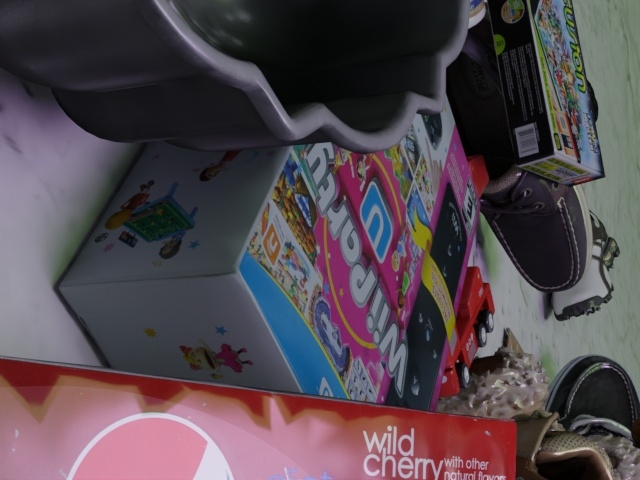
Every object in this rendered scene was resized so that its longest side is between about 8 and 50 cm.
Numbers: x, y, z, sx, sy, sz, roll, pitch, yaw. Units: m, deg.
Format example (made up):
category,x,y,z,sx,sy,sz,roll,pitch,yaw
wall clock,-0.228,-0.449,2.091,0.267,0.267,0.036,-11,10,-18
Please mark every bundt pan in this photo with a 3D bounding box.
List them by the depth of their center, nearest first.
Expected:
category,x,y,z,sx,sy,sz,roll,pitch,yaw
bundt pan,-0.064,-0.181,0.467,0.331,0.124,0.331,30,54,-51

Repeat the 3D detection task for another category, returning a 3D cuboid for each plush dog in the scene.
category,x,y,z,sx,sy,sz,roll,pitch,yaw
plush dog,0.193,0.219,0.870,0.262,0.225,0.211,-55,134,-57

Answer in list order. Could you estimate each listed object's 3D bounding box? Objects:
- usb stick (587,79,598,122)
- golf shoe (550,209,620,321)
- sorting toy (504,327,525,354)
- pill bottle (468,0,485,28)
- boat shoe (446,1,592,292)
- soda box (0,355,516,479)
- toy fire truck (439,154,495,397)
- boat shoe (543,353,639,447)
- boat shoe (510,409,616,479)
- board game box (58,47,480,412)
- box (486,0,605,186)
category,x,y,z,sx,sy,sz,roll,pitch,yaw
usb stick,0.299,-0.145,1.423,0.278,0.045,0.077,-41,115,-62
golf shoe,0.298,0.023,1.368,0.094,0.077,0.198,61,26,-15
sorting toy,0.200,0.134,1.173,0.083,0.012,0.062,54,32,-43
pill bottle,0.088,-0.229,0.931,0.067,0.067,0.120,-62,139,-52
boat shoe,0.163,-0.067,1.033,0.092,0.102,0.285,-50,125,-49
soda box,-0.044,0.097,0.413,0.263,0.083,0.092,14,73,-40
toy fire truck,0.099,0.023,0.924,0.192,0.047,0.135,-50,130,-57
boat shoe,0.271,0.229,1.140,0.119,0.121,0.335,103,6,-46
boat shoe,0.115,0.159,0.635,0.122,0.324,0.120,40,88,-26
board game box,0.000,0.000,0.646,0.303,0.097,0.224,-69,145,-45
box,0.186,-0.156,0.978,0.114,0.036,0.207,10,68,-55
